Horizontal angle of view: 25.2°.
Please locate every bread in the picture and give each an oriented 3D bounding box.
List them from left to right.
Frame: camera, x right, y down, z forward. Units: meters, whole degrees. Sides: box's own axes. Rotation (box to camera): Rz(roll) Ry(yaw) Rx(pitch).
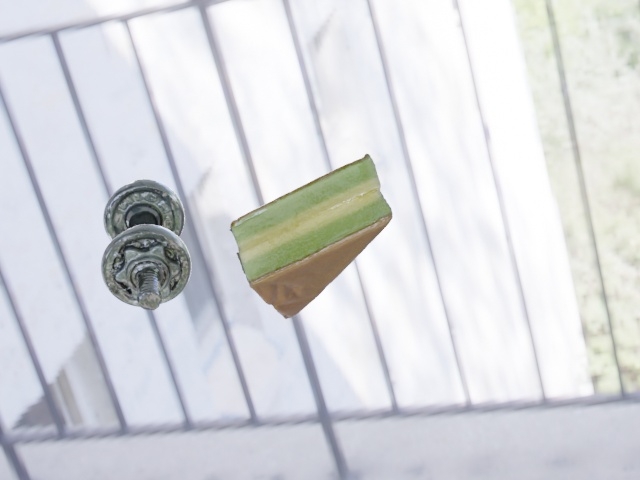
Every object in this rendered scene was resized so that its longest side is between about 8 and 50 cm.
[{"bbox_3d":[0.004,-0.002,1.232,0.139,0.084,0.074,-28,59,9],"label":"bread"}]

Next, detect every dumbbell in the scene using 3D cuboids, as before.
[{"bbox_3d":[-0.164,0.001,1.331,0.081,0.082,0.254,-16,25,-2],"label":"dumbbell"}]
